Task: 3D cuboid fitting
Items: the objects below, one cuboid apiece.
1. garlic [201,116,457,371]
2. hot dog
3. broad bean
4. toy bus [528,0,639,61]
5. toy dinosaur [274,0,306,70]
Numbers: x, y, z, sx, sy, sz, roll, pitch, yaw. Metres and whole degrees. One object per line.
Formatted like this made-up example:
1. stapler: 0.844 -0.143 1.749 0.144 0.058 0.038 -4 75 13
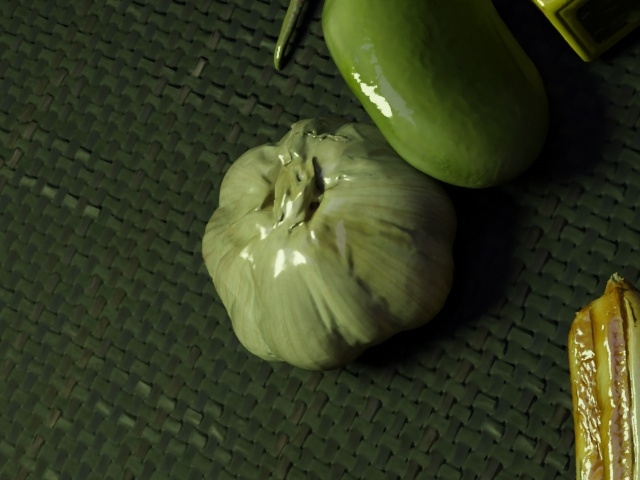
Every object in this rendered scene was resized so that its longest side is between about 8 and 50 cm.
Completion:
1. garlic: 0.001 -0.004 1.382 0.228 0.152 0.227 -7 73 25
2. hot dog: 0.233 0.140 1.237 0.076 0.102 0.249 5 70 -13
3. broad bean: 0.094 -0.157 1.380 0.121 0.189 0.263 -60 43 38
4. toy bus: 0.294 -0.305 1.345 0.330 0.144 0.152 -39 57 12
5. toy dinosaur: 0.023 -0.309 1.543 0.251 0.072 0.199 -27 70 6
